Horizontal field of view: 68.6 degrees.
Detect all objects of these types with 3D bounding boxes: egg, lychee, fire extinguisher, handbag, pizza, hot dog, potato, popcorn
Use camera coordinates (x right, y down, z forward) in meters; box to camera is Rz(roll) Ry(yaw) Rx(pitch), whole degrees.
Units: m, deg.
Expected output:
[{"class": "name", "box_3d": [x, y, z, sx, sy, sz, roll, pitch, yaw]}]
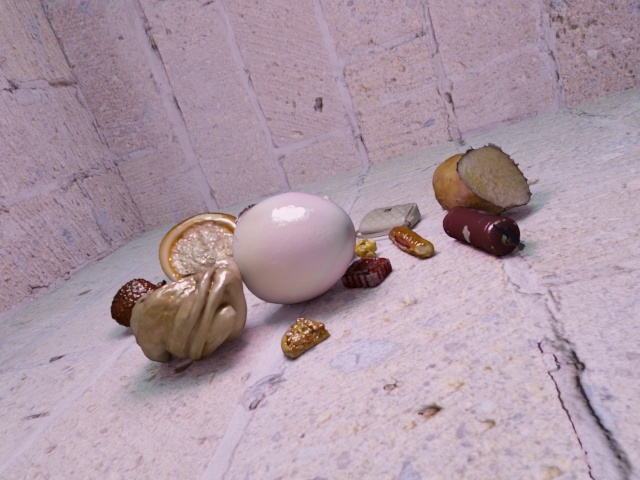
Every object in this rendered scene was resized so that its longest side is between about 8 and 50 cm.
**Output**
[{"class": "egg", "box_3d": [-0.043, 0.012, 1.456, 0.340, 0.354, 0.354, -14, 16, 36]}, {"class": "lychee", "box_3d": [-0.686, 0.234, 1.795, 0.238, 0.200, 0.200, -37, 19, -8]}, {"class": "fire extinguisher", "box_3d": [0.494, -0.033, 1.417, 0.114, 0.135, 0.337, -56, 19, 2]}, {"class": "handbag", "box_3d": [0.265, -0.072, 1.908, 0.256, 0.079, 0.219, -7, 24, 40]}, {"class": "pizza", "box_3d": [-0.043, 0.248, 1.263, 0.134, 0.046, 0.175, -18, 16, 5]}, {"class": "hot dog", "box_3d": [0.312, -0.002, 1.638, 0.083, 0.068, 0.289, -15, 14, -9]}, {"class": "potato", "box_3d": [0.543, -0.176, 1.673, 0.301, 0.288, 0.237, -19, -19, -29]}, {"class": "popcorn", "box_3d": [0.161, 0.039, 1.687, 0.084, 0.084, 0.084, -18, 16, 5]}]

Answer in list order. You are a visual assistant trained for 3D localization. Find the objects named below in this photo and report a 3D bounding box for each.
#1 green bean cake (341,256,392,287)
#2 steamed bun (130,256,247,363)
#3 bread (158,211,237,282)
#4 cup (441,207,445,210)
[{"class": "green bean cake", "box_3d": [0.148, 0.100, 1.511, 0.136, 0.056, 0.135, -6, 22, 38]}, {"class": "steamed bun", "box_3d": [-0.363, 0.225, 1.362, 0.372, 0.230, 0.325, -30, -8, -2]}, {"class": "bread", "box_3d": [-0.529, 0.056, 2.202, 0.424, 0.329, 0.245, -22, -25, -8]}, {"class": "cup", "box_3d": [0.531, -0.170, 1.874, 0.102, 0.099, 0.074, -8, 19, 33]}]
